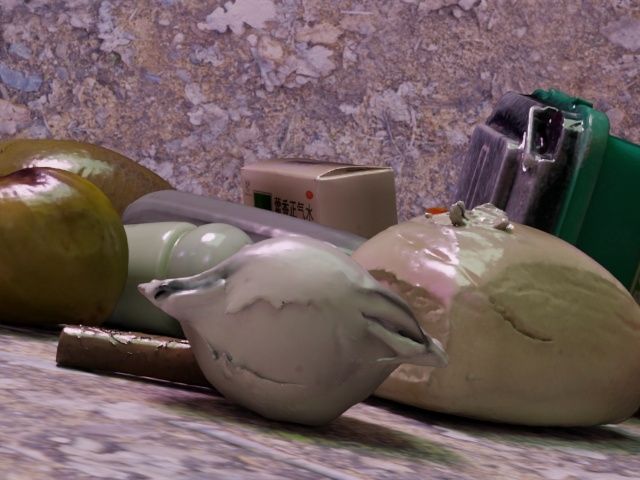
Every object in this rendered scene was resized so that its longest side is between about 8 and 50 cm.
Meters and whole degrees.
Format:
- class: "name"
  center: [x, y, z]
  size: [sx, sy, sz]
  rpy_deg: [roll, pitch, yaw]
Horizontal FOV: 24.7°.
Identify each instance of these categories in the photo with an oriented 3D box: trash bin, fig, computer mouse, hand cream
- class: "trash bin"
  center: [0.304, 0.029, 1.327]
  size: [0.381, 0.259, 0.295]
  rpy_deg: [17, 9, -7]
- class: "fig"
  center: [-0.218, 0.002, 1.087]
  size: [0.153, 0.121, 0.136]
  rpy_deg: [11, 6, 6]
- class: "computer mouse"
  center: [-0.045, 0.040, 1.297]
  size: [0.331, 0.095, 0.197]
  rpy_deg: [11, -18, 41]
- class: "hand cream"
  center: [-0.195, 0.031, 1.212]
  size: [0.306, 0.093, 0.147]
  rpy_deg: [1, -3, 25]

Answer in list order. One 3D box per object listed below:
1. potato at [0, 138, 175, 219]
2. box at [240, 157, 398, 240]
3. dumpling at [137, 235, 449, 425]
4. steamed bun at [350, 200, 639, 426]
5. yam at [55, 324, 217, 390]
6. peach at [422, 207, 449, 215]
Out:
- class: "potato"
  center: [-0.247, -0.027, 1.495]
  size: [0.251, 0.159, 0.174]
  rpy_deg: [19, 23, -14]
- class: "box"
  center: [0.000, 0.000, 1.548]
  size: [0.095, 0.168, 0.212]
  rpy_deg: [-6, 8, -23]
- class: "dumpling"
  center: [-0.016, 0.057, 0.874]
  size: [0.188, 0.108, 0.127]
  rpy_deg: [10, -14, 6]
- class: "steamed bun"
  center: [0.129, 0.051, 1.058]
  size: [0.238, 0.153, 0.170]
  rpy_deg: [6, 5, -37]
- class: "yam"
  center: [-0.093, 0.076, 0.921]
  size: [0.145, 0.032, 0.032]
  rpy_deg: [9, 1, -5]
- class: "peach"
  center: [0.181, 0.042, 1.628]
  size: [0.267, 0.159, 0.154]
  rpy_deg: [13, -8, 28]
